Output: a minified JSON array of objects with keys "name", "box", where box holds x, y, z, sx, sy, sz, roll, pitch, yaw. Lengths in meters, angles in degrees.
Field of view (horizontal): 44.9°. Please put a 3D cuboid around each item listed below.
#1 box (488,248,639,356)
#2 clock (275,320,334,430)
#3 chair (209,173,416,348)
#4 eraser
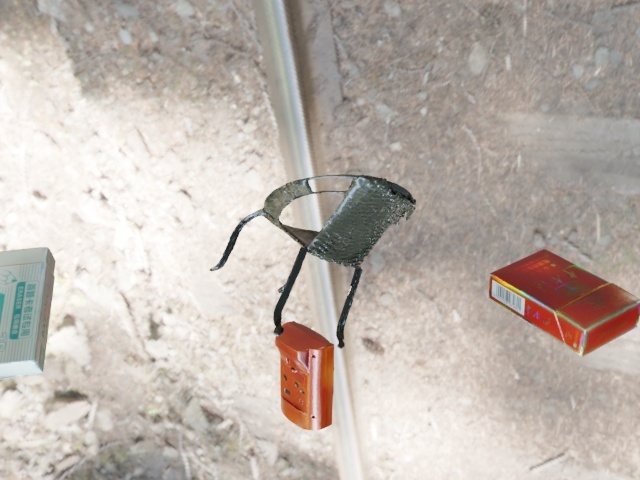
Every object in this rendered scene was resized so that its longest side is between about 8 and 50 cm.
[{"name":"box","box":[0.329,0.079,1.057,0.175,0.112,0.048,35,138,49]},{"name":"clock","box":[-0.031,0.225,1.271,0.113,0.061,0.155,23,120,49]},{"name":"chair","box":[0.000,0.000,0.895,0.213,0.174,0.149,-57,46,12]},{"name":"eraser","box":[-0.500,0.117,1.282,0.095,0.225,0.052,-6,143,-2]}]
